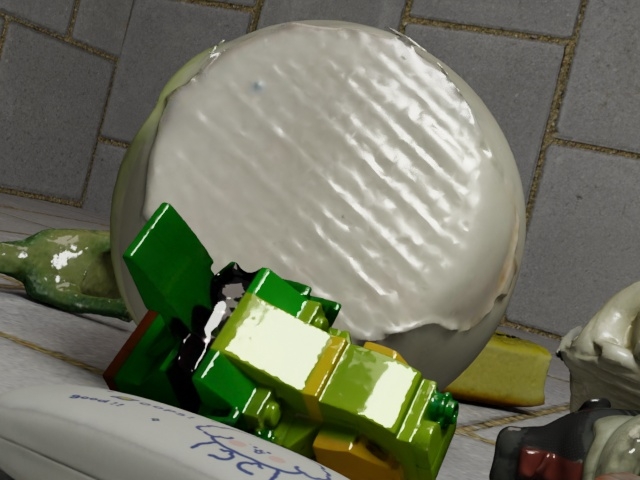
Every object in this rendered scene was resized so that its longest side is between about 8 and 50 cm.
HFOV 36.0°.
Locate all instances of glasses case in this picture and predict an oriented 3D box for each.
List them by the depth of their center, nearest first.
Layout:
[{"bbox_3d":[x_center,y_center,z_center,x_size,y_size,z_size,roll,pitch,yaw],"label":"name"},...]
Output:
[{"bbox_3d":[-0.055,0.101,0.408,0.197,0.049,0.076,15,1,27],"label":"glasses case"}]

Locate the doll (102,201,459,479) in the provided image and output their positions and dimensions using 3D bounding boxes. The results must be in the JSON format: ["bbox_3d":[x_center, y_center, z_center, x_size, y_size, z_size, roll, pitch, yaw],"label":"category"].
[{"bbox_3d":[-0.019,0.074,0.507,0.186,0.106,0.134,29,-40,2],"label":"doll"}]

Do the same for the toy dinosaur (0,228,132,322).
[{"bbox_3d":[-0.298,0.022,1.029,0.300,0.087,0.447,7,-3,13],"label":"toy dinosaur"}]

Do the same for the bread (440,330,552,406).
[{"bbox_3d":[0.060,0.106,1.029,0.361,0.077,0.138,13,1,-27],"label":"bread"}]

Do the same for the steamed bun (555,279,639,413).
[{"bbox_3d":[0.309,0.105,0.791,0.211,0.144,0.218,20,-29,36],"label":"steamed bun"}]

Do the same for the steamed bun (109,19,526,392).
[{"bbox_3d":[0.000,0.000,0.749,0.309,0.309,0.309,14,1,0],"label":"steamed bun"}]

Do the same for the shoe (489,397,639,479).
[{"bbox_3d":[0.196,0.142,0.630,0.112,0.099,0.227,6,-4,35],"label":"shoe"}]

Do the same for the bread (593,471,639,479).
[{"bbox_3d":[0.170,0.146,0.375,0.160,0.073,0.160,14,1,0],"label":"bread"}]
